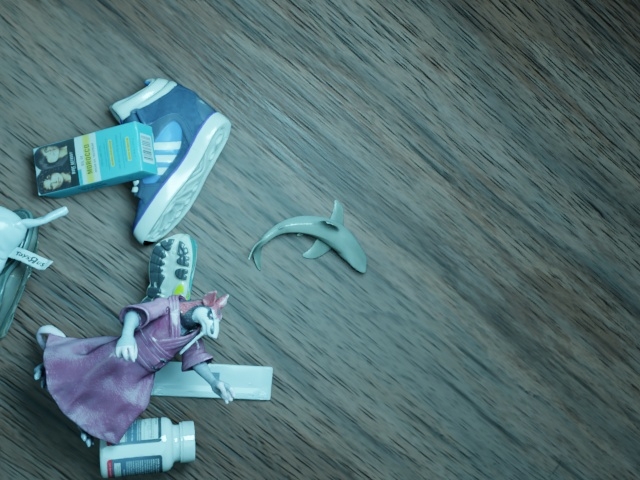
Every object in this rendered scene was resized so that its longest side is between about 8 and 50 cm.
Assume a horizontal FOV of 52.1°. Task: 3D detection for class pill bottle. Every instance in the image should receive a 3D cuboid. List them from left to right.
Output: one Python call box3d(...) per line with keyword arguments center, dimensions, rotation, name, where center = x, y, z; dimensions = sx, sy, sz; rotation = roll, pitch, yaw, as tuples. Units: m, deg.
box3d(center=(-0.345, 0.412, 1.312), dimensions=(0.180, 0.108, 0.108), rotation=(-1, 86, -14), name="pill bottle")

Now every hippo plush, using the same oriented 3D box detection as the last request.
box3d(center=(-0.668, -0.005, 1.158), dimensions=(0.294, 0.236, 0.234), rotation=(9, 76, 15), name="hippo plush")

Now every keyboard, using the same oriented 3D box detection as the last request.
box3d(center=(-0.231, 0.300, 1.400), dimensions=(0.256, 0.014, 0.072), rotation=(6, 79, -13), name="keyboard")

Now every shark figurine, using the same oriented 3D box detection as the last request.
box3d(center=(-0.022, -0.018, 1.426), dimensions=(0.278, 0.116, 0.166), rotation=(3, 83, -15), name="shark figurine")

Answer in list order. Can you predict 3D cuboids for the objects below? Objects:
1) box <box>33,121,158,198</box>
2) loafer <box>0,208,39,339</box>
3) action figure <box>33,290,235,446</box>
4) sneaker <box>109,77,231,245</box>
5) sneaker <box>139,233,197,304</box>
box3d(center=(-0.447, -0.157, 1.297), dimensions=(0.244, 0.060, 0.101), rotation=(-11, 85, 18), name="box")
box3d(center=(-0.623, 0.070, 1.299), dimensions=(0.096, 0.084, 0.268), rotation=(14, 77, 19), name="loafer")
box3d(center=(-0.328, 0.209, 1.252), dimensions=(0.370, 0.276, 0.248), rotation=(-37, 126, -4), name="action figure")
box3d(center=(-0.359, -0.180, 1.367), dimensions=(0.236, 0.130, 0.323), rotation=(33, 91, 9), name="sneaker")
box3d(center=(-0.304, 0.120, 1.349), dimensions=(0.107, 0.110, 0.275), rotation=(18, 99, 5), name="sneaker")
